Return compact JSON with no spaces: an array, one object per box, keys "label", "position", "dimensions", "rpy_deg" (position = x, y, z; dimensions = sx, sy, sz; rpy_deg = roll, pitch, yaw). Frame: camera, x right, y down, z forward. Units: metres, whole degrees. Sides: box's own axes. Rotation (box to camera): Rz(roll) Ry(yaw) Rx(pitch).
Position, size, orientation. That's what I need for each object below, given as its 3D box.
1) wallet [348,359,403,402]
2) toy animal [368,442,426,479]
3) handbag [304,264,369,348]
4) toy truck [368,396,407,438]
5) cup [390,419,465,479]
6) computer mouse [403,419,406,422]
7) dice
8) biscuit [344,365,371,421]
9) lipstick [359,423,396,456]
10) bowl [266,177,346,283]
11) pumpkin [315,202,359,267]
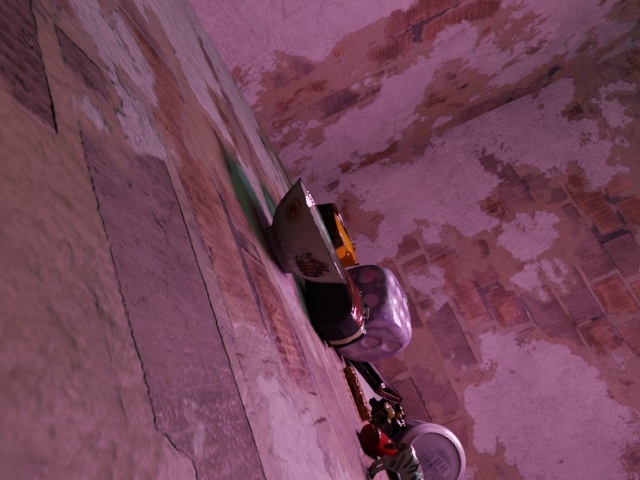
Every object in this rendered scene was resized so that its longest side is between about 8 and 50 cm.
[{"label":"wallet","position":[0.222,0.546,1.904],"dimensions":[0.221,0.071,0.262],"rpy_deg":[42,-2,41]},{"label":"toy animal","position":[0.235,0.667,1.245],"dimensions":[0.255,0.170,0.090],"rpy_deg":[49,-4,4]},{"label":"handbag","position":[0.056,0.212,1.547],"dimensions":[0.254,0.181,0.181],"rpy_deg":[-107,171,-46]},{"label":"toy truck","position":[0.253,0.692,1.840],"dimensions":[0.127,0.127,0.257],"rpy_deg":[51,3,2]},{"label":"cup","position":[0.381,0.843,1.751],"dimensions":[0.327,0.237,0.322],"rpy_deg":[89,14,-73]},{"label":"computer mouse","position":[0.356,0.884,2.172],"dimensions":[0.323,0.116,0.182],"rpy_deg":[-110,180,-64]},{"label":"dice","position":[0.176,0.274,1.764],"dimensions":[0.270,0.272,0.270],"rpy_deg":[56,23,-38]},{"label":"biscuit","position":[0.132,0.538,1.658],"dimensions":[0.064,0.035,0.199],"rpy_deg":[60,6,-54]},{"label":"lipstick","position":[0.182,0.632,1.461],"dimensions":[0.279,0.073,0.073],"rpy_deg":[60,7,-55]},{"label":"bowl","position":[-0.058,0.001,1.374],"dimensions":[0.337,0.158,0.337],"rpy_deg":[-24,90,-86]},{"label":"pumpkin","position":[0.000,0.000,1.753],"dimensions":[0.303,0.226,0.256],"rpy_deg":[62,7,-58]}]
